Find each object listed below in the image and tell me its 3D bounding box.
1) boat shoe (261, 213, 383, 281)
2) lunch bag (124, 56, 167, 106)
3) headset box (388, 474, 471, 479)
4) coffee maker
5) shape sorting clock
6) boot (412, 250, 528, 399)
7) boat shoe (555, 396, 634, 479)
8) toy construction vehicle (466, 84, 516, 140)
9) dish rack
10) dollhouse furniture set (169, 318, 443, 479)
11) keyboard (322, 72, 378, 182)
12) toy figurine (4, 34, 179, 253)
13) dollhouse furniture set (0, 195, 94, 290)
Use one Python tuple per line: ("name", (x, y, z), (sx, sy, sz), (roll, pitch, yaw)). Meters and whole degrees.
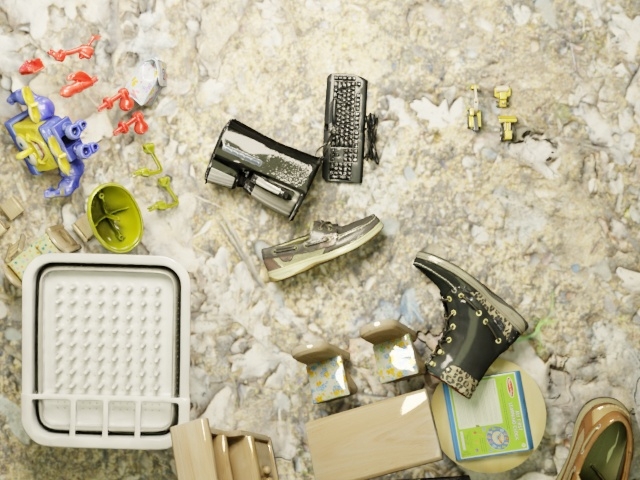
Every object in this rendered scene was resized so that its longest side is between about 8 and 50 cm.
("boat shoe", (-0.001, 0.000, 1.873), (0.223, 0.080, 0.073), (-26, 99, 8))
("lunch bag", (-0.299, -0.278, 1.861), (0.053, 0.071, 0.083), (31, 95, 0))
("headset box", (0.174, 0.581, 1.903), (0.218, 0.110, 0.293), (-4, 95, 2))
("coffee maker", (-0.092, -0.143, 1.857), (0.178, 0.120, 0.171), (26, 72, -2))
("shape sorting clock", (0.299, 0.312, 1.911), (0.206, 0.040, 0.206), (0, 87, 9))
("boot", (0.225, 0.147, 1.865), (0.236, 0.085, 0.178), (37, 85, -6))
("boat shoe", (0.477, 0.440, 1.878), (0.122, 0.120, 0.324), (9, 95, 1))
("toy construction vehicle", (0.300, -0.223, 1.867), (0.086, 0.035, 0.098), (1, 95, 1))
("dish rack", (-0.360, 0.184, 1.823), (0.285, 0.072, 0.333), (2, 97, 0))
("dollhouse furniture set", (-0.006, 0.350, 1.755), (0.394, 0.256, 0.362), (-19, 69, 17))
("keyboard", (0.055, -0.197, 1.876), (0.100, 0.038, 0.192), (2, 96, 1))
("toy figurine", (-0.434, -0.163, 1.855), (0.191, 0.217, 0.362), (-45, 123, -35))
("dollhouse furniture set", (-0.497, -0.033, 1.873), (0.182, 0.101, 0.161), (-39, 93, 4))
